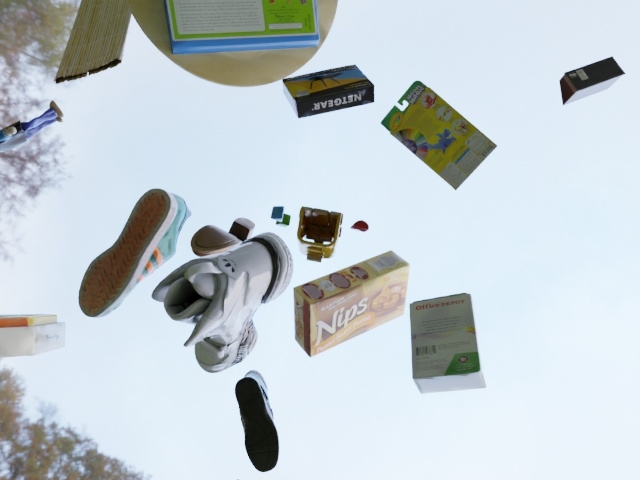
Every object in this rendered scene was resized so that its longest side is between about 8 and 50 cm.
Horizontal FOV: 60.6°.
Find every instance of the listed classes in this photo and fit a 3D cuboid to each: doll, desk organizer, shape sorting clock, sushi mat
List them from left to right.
[{"bbox_3d":[-0.627,-0.219,1.130,0.046,0.189,0.129,56,-27,-10],"label":"doll"},{"bbox_3d":[-0.450,-0.445,1.119,0.152,0.019,0.316,-12,-125,12],"label":"sushi mat"},{"bbox_3d":[-0.078,-0.246,0.502,0.040,0.206,0.206,25,-83,64],"label":"shape sorting clock"},{"bbox_3d":[0.529,-0.315,1.082,0.047,0.130,0.050,63,-19,15],"label":"desk organizer"}]

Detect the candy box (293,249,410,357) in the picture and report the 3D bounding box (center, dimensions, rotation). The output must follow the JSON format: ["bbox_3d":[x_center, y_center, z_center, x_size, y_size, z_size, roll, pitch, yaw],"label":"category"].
[{"bbox_3d":[0.084,0.163,1.448,0.087,0.317,0.182,41,-39,46],"label":"candy box"}]

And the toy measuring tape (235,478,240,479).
[{"bbox_3d":[-0.258,0.533,1.062,0.122,0.330,0.121,8,-78,39],"label":"toy measuring tape"}]

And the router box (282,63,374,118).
[{"bbox_3d":[0.016,-0.336,1.225,0.179,0.046,0.133,-15,-140,-9],"label":"router box"}]

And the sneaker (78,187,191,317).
[{"bbox_3d":[-0.370,0.037,1.128,0.108,0.121,0.302,38,-87,22],"label":"sneaker"}]

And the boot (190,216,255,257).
[{"bbox_3d":[-0.301,0.060,1.570,0.109,0.283,0.220,28,-68,7],"label":"boot"}]

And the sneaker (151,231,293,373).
[{"bbox_3d":[-0.207,0.138,1.000,0.137,0.210,0.365,50,-52,22],"label":"sneaker"}]

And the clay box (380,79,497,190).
[{"bbox_3d":[0.252,-0.228,1.179,0.222,0.053,0.127,42,-72,3],"label":"clay box"}]

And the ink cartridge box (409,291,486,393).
[{"bbox_3d":[0.296,0.240,1.289,0.155,0.093,0.212,-12,-133,19],"label":"ink cartridge box"}]

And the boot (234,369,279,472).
[{"bbox_3d":[-0.157,0.452,1.410,0.085,0.178,0.236,-15,-92,-4],"label":"boot"}]

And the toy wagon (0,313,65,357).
[{"bbox_3d":[-0.546,0.136,0.743,0.345,0.267,0.068,1,-96,-5],"label":"toy wagon"}]

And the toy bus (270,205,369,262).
[{"bbox_3d":[-0.005,-0.004,1.252,0.191,0.202,0.104,-6,-113,46],"label":"toy bus"}]
